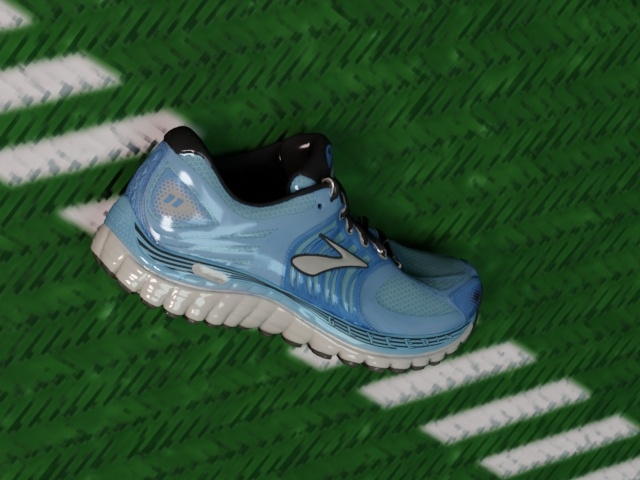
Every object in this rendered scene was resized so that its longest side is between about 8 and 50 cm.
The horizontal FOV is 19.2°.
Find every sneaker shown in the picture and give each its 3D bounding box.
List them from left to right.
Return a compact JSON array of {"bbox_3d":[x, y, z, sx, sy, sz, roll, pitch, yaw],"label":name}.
[{"bbox_3d":[0.000,0.000,0.697,0.162,0.063,0.073,14,106,-35],"label":"sneaker"}]
